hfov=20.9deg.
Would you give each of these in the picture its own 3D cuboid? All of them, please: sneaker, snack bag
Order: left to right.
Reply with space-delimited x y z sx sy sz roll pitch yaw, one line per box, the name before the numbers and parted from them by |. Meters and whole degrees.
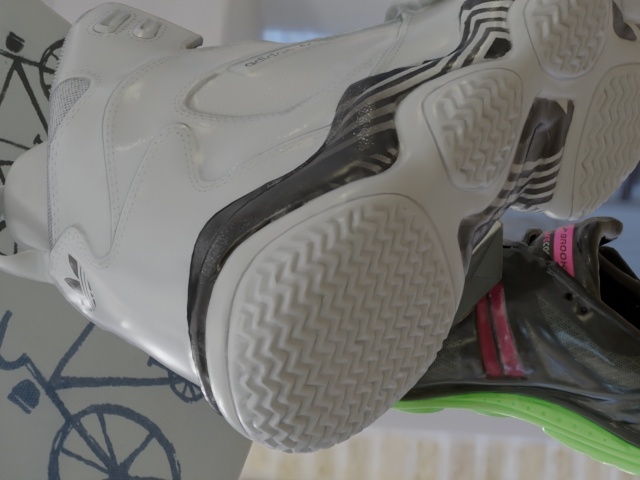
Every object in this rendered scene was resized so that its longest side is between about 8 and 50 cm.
snack bag | -0.164 0.015 0.986 0.037 0.342 0.323 -32 28 45
sneaker | 0.011 -0.065 0.801 0.366 0.210 0.137 -43 -40 -37
sneaker | 0.163 0.054 1.485 0.185 0.482 0.202 -79 3 -62

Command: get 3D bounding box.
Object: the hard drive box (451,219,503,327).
hard drive box | 0.000 0.000 1.368 0.181 0.232 0.089 -41 -26 -19
